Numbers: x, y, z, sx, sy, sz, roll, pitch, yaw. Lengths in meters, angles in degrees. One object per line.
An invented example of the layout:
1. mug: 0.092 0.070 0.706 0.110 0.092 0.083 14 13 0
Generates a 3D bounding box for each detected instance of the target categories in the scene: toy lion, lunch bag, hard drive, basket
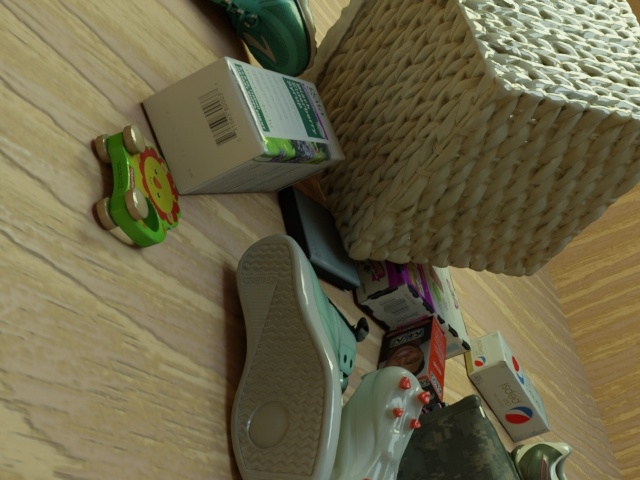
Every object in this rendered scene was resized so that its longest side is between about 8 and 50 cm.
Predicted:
1. toy lion: -0.137 -0.036 0.723 0.096 0.034 0.100 55 21 -53
2. lunch bag: 0.151 0.332 0.873 0.235 0.168 0.287 -97 163 -47
3. hard drive: 0.000 0.000 1.064 0.135 0.022 0.094 32 39 -60
4. basket: 0.185 -0.150 1.094 0.328 0.331 0.267 6 53 -31

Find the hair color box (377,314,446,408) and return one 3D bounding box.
1. hair color box: 0.110 0.151 1.113 0.043 0.072 0.141 61 19 -18

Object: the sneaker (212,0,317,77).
1. sneaker: -0.106 -0.297 1.050 0.275 0.107 0.110 56 40 -17

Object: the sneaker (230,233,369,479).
1. sneaker: -0.003 0.131 0.792 0.151 0.094 0.256 52 24 -44

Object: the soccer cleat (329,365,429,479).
1. soccer cleat: 0.033 0.200 0.812 0.068 0.076 0.196 43 58 -26

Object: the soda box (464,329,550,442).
1. soda box: 0.318 0.252 1.572 0.216 0.069 0.074 54 22 -36

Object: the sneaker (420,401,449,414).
1. sneaker: 0.130 0.217 1.115 0.047 0.057 0.119 44 30 -53

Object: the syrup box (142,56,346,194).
1. syrup box: -0.064 -0.105 0.897 0.093 0.096 0.237 68 19 4

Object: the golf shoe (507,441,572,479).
1. golf shoe: 0.347 0.433 1.363 0.105 0.120 0.273 30 42 -63

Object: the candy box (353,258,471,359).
1. candy box: 0.115 0.052 1.241 0.233 0.071 0.159 43 29 -49
